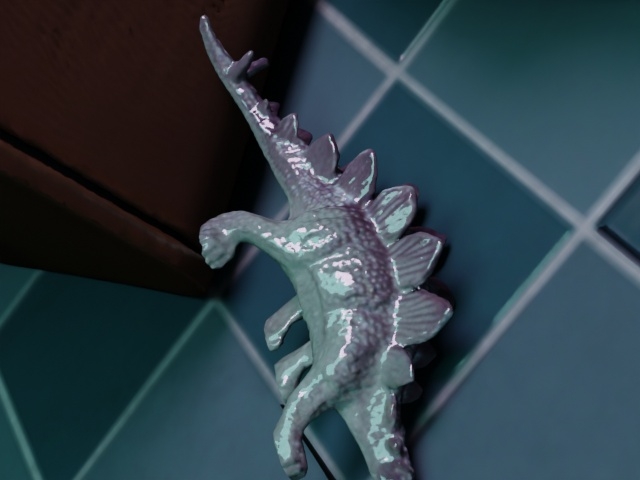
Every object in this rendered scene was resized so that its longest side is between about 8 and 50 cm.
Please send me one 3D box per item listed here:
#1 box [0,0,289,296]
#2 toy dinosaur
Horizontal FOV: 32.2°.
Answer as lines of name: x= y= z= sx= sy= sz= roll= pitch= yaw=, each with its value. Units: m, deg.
box: x=-0.187 y=-0.148 z=0.460 sx=0.239 sy=0.339 sz=0.229 roll=3 pitch=68 yaw=44
toy dinosaur: x=0.001 y=0.000 z=0.405 sx=0.082 sy=0.039 sz=0.208 roll=-28 pitch=68 yaw=8
